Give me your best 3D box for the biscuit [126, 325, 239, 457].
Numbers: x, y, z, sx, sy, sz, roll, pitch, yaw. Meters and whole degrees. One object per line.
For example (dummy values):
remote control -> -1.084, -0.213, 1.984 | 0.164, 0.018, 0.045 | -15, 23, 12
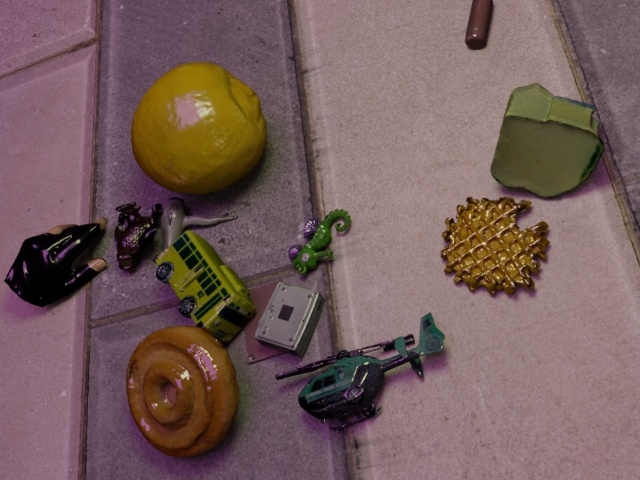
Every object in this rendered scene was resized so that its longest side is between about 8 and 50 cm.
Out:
biscuit -> -0.316, 0.334, 1.631 | 0.296, 0.102, 0.296 | 1, 91, 31

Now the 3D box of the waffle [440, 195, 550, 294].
waffle -> 0.373, 0.005, 1.597 | 0.232, 0.051, 0.228 | 7, 72, 26

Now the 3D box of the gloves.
gloves -> -0.687, 0.047, 1.976 | 0.197, 0.152, 0.301 | 43, 71, 6

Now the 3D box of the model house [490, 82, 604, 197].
model house -> 0.497, -0.228, 1.609 | 0.214, 0.195, 0.189 | 12, 46, 12

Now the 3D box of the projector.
projector -> -0.071, 0.177, 1.686 | 0.115, 0.061, 0.147 | 13, 67, 26

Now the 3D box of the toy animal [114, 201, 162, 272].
toy animal -> -0.475, -0.008, 1.940 | 0.218, 0.116, 0.179 | 22, 110, 51

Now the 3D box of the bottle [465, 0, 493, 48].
bottle -> 0.397, -0.550, 1.851 | 0.053, 0.053, 0.140 | 5, 67, 25

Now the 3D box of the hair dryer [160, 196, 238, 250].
hair dryer -> -0.327, -0.015, 1.910 | 0.199, 0.067, 0.167 | 15, 81, 13

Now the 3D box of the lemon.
lemon -> -0.305, -0.276, 1.856 | 0.348, 0.348, 0.347 | -9, 63, 19

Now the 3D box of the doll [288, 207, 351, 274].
doll -> 0.000, 0.000, 1.755 | 0.115, 0.050, 0.190 | 25, 75, 34

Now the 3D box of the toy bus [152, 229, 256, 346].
toy bus -> -0.273, 0.111, 1.765 | 0.150, 0.128, 0.262 | -42, 56, 2

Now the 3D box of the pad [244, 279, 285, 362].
pad -> -0.130, 0.189, 1.743 | 0.113, 0.006, 0.187 | -19, 59, 15

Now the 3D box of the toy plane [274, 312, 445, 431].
toy plane -> 0.089, 0.281, 1.557 | 0.382, 0.106, 0.155 | -26, 47, 15
